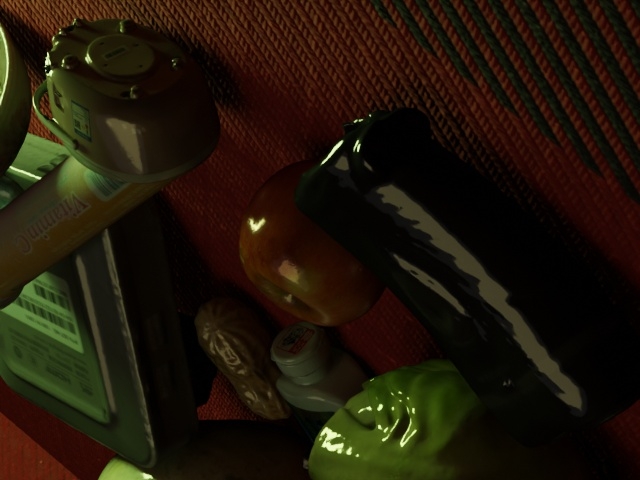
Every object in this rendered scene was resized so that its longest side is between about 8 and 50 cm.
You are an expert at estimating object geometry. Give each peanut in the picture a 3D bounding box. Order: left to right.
[{"bbox_3d":[-0.085,0.148,2.195,0.194,0.083,0.093,54,158,-24],"label":"peanut"}]

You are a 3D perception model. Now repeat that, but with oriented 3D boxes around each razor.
[{"bbox_3d":[0.133,0.031,1.535,0.349,0.113,0.204,47,158,-3],"label":"razor"},{"bbox_3d":[0.300,0.269,1.817,0.028,0.044,0.154,5,145,11],"label":"razor"}]

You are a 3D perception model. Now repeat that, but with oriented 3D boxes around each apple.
[{"bbox_3d":[0.000,0.000,1.695,0.163,0.139,0.163,27,163,9],"label":"apple"}]

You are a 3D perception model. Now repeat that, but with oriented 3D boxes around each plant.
[{"bbox_3d":[-0.219,0.181,2.413,0.132,0.129,0.194,67,153,12],"label":"plant"}]

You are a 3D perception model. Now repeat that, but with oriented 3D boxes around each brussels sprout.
[{"bbox_3d":[0.146,0.269,1.796,0.328,0.247,0.328,33,151,21],"label":"brussels sprout"}]

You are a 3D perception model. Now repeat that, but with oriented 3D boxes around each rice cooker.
[{"bbox_3d":[-0.193,-0.141,1.756,0.206,0.145,0.127,34,146,30],"label":"rice cooker"}]

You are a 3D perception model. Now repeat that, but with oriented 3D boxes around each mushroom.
[{"bbox_3d":[-0.137,0.372,2.389,0.352,0.260,0.352,-1,169,0],"label":"mushroom"}]

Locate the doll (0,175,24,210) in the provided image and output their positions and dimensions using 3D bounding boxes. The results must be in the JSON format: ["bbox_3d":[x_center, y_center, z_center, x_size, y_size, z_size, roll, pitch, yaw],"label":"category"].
[{"bbox_3d":[-0.425,-0.084,2.184,0.180,0.075,0.120,16,139,25],"label":"doll"}]

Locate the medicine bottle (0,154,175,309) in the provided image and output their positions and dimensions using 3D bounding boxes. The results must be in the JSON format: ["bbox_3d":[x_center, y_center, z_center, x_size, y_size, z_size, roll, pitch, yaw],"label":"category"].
[{"bbox_3d":[-0.291,-0.033,2.008,0.108,0.108,0.426,48,138,-12],"label":"medicine bottle"}]

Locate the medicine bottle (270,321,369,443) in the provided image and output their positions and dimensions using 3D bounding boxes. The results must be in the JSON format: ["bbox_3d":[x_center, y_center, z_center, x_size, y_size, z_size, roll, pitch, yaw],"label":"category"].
[{"bbox_3d":[0.016,0.194,2.100,0.121,0.083,0.229,12,145,42],"label":"medicine bottle"}]

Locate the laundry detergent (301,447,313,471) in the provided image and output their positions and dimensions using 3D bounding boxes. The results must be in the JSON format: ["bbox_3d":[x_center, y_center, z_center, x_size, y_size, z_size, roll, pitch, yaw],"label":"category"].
[{"bbox_3d":[0.088,0.283,2.044,0.222,0.078,0.144,8,146,15],"label":"laundry detergent"}]

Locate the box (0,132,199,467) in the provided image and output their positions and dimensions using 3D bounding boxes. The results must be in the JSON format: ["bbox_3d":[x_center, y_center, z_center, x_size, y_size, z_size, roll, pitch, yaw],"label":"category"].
[{"bbox_3d":[-0.329,0.070,2.286,0.396,0.111,0.396,20,127,47],"label":"box"}]

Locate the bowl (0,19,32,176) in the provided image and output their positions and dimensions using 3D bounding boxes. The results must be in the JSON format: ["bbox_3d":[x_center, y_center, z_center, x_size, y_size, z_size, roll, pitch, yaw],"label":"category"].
[{"bbox_3d":[-0.454,-0.146,2.069,0.277,0.277,0.145,32,171,28],"label":"bowl"}]
